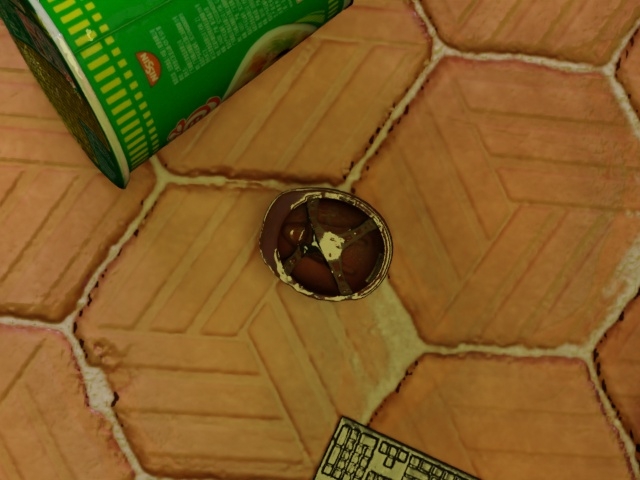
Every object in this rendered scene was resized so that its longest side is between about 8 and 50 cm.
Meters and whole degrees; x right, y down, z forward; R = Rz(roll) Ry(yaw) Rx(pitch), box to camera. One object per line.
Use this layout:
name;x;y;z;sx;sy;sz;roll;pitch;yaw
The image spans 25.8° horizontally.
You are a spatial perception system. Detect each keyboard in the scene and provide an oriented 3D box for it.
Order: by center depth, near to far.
keyboard;0.094;0.219;1.181;0.202;0.011;0.067;26;87;-8

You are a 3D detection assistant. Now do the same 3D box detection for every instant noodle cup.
instant noodle cup;-0.106;-0.183;1.062;0.232;0.207;0.207;-33;96;-14

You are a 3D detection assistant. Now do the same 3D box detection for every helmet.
helmet;0.000;0.000;1.137;0.111;0.057;0.089;22;92;-13
